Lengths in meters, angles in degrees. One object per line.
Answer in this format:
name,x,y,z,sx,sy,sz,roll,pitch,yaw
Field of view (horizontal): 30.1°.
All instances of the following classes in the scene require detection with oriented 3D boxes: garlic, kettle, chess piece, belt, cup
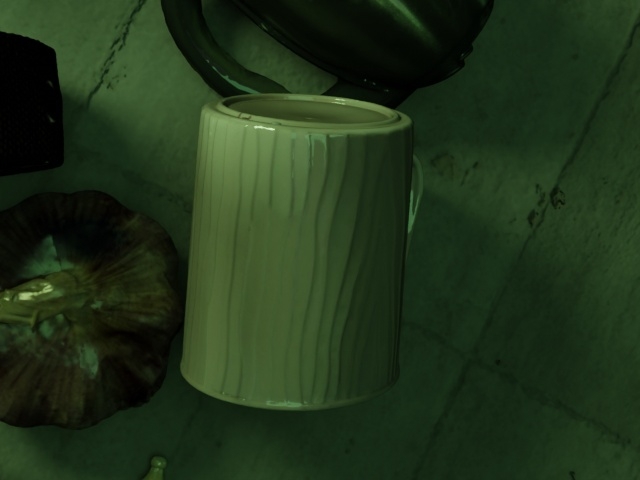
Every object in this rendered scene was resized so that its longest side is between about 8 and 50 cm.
garlic,-0.239,0.065,1.141,0.245,0.160,0.244,3,82,-19
kettle,0.003,-0.258,1.194,0.324,0.228,0.321,40,106,-15
chess piece,-0.175,0.267,1.221,0.035,0.035,0.092,16,82,-13
belt,-0.341,-0.133,1.055,0.184,0.289,0.164,-3,90,10
cup,0.008,0.005,1.151,0.288,0.208,0.273,-4,107,-26
